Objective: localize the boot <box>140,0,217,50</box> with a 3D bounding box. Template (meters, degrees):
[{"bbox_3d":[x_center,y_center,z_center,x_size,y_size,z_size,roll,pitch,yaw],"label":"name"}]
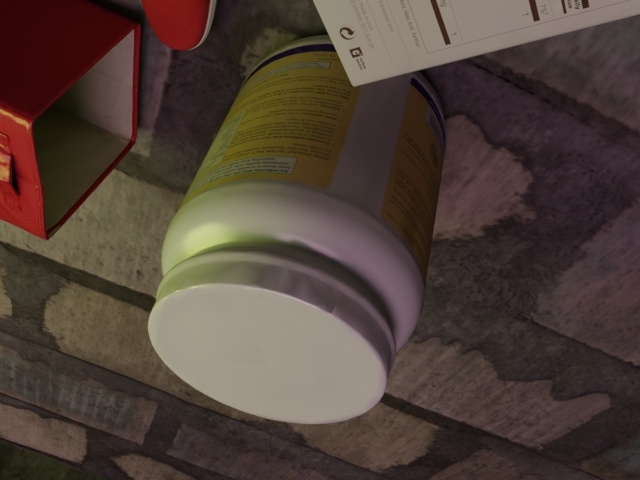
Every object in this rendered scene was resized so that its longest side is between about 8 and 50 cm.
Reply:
[{"bbox_3d":[-0.155,-0.243,0.566,0.088,0.176,0.244,10,140,5],"label":"boot"}]

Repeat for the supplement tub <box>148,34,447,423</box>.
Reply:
[{"bbox_3d":[-0.009,-0.019,0.646,0.241,0.331,0.241,10,139,9],"label":"supplement tub"}]

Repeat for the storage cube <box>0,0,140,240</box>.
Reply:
[{"bbox_3d":[-0.327,-0.153,0.704,0.193,0.215,0.183,24,140,2],"label":"storage cube"}]

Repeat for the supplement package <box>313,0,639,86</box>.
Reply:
[{"bbox_3d":[0.138,-0.255,0.450,0.293,0.177,0.175,-9,133,26],"label":"supplement package"}]
